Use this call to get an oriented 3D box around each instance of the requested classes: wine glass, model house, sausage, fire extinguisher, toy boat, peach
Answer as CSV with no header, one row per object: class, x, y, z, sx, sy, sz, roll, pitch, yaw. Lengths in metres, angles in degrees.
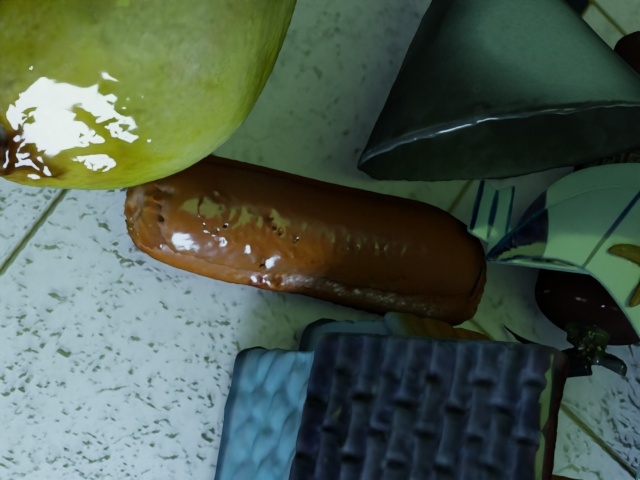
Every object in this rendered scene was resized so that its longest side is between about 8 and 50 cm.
wine glass,0.128,-0.264,1.545,0.267,0.267,0.406,-4,78,-29
model house,0.107,0.223,1.384,0.297,0.339,0.360,17,76,-23
sausage,0.000,0.000,1.507,0.330,0.102,0.102,12,76,-27
fire extinguisher,0.259,-0.018,1.647,0.114,0.135,0.337,56,49,-58
toy boat,0.260,0.004,1.556,0.291,0.067,0.220,7,74,-7
peach,-0.158,-0.191,1.336,0.281,0.314,0.315,39,24,-33

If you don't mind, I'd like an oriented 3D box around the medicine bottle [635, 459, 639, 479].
medicine bottle,0.387,0.083,1.668,0.158,0.158,0.318,21,73,-24
